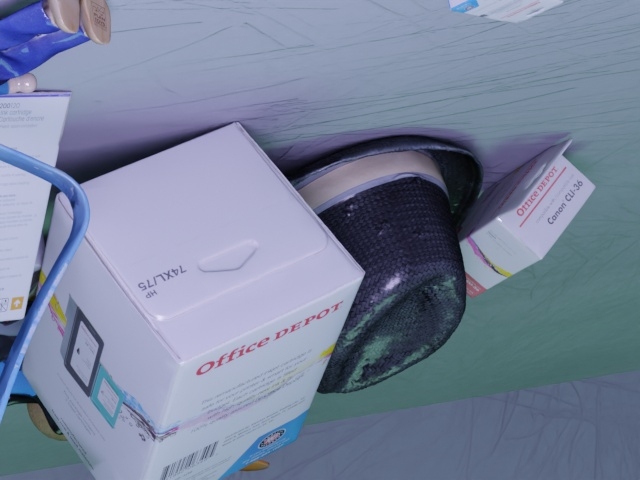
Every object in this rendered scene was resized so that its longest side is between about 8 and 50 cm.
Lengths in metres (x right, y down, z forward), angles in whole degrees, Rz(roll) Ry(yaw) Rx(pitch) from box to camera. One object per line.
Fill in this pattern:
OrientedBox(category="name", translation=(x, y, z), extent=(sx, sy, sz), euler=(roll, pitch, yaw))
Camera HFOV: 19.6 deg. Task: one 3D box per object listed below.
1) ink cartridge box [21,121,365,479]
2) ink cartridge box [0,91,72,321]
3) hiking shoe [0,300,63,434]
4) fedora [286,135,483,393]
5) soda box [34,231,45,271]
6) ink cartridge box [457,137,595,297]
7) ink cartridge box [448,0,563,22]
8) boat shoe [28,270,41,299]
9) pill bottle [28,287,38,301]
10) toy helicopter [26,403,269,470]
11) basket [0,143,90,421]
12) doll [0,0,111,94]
OrientedBox(category="ink cartridge box", translation=(-0.120, 0.075, 1.641), extent=(0.198, 0.197, 0.270), euler=(-24, 153, -31))
OrientedBox(category="ink cartridge box", translation=(-0.307, -0.027, 1.451), extent=(0.206, 0.208, 0.045), euler=(-5, -150, -42))
OrientedBox(category="hiking shoe", translation=(-0.366, 0.114, 1.887), extent=(0.304, 0.132, 0.113), euler=(11, 170, 15))
OrientedBox(category="fedora", translation=(0.040, 0.047, 1.839), extent=(0.334, 0.152, 0.334), euler=(-19, 152, -10))
OrientedBox(category="soda box", translation=(-0.365, -0.017, 1.547), extent=(0.091, 0.098, 0.286), euler=(-20, 163, 35))
OrientedBox(category="ink cartridge box", translation=(0.210, -0.023, 1.939), extent=(0.115, 0.067, 0.198), euler=(-51, -174, -27))
OrientedBox(category="ink cartridge box", translation=(0.138, -0.187, 1.382), extent=(0.048, 0.028, 0.083), euler=(-22, 163, 40))
OrientedBox(category="boat shoe", translation=(-0.427, 0.060, 1.787), extent=(0.324, 0.123, 0.116), euler=(-8, 169, -6))
OrientedBox(category="pill bottle", translation=(-0.312, 0.090, 2.001), extent=(0.208, 0.117, 0.117), euler=(-14, 167, 12))
OrientedBox(category="toy helicopter", translation=(-0.175, 0.173, 2.127), extent=(0.355, 0.235, 0.140), euler=(-12, 171, -39))
OrientedBox(category="basket", translation=(-0.320, 0.013, 1.249), extent=(0.289, 0.254, 0.201), euler=(31, 153, -25))
OrientedBox(category="doll", translation=(-0.238, -0.127, 1.294), extent=(0.189, 0.046, 0.129), euler=(-17, 165, 24))
